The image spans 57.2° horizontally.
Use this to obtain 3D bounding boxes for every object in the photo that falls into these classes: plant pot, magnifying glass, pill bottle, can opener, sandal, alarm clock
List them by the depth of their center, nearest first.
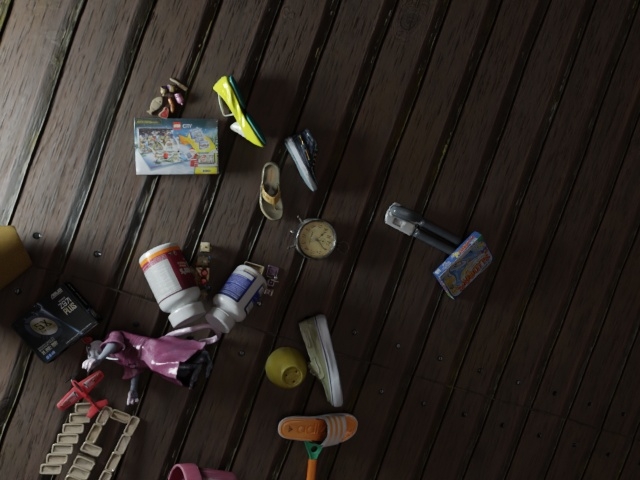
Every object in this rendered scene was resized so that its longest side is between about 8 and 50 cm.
[{"bbox_3d":[-0.902,0.061,1.524,0.254,0.237,0.237,-26,103,-24],"label":"plant pot"},{"bbox_3d":[-0.416,0.128,1.667,0.121,0.121,0.221,-26,80,-11],"label":"pill bottle"},{"bbox_3d":[-0.250,0.174,1.723,0.112,0.112,0.186,46,57,-16],"label":"pill bottle"},{"bbox_3d":[-0.351,0.775,1.776,0.180,0.201,0.201,7,95,-32],"label":"plant pot"},{"bbox_3d":[-0.146,-0.148,1.778,0.072,0.049,0.180,-2,97,-15],"label":"sandal"},{"bbox_3d":[0.000,0.000,1.829,0.192,0.064,0.129,18,92,-14],"label":"alarm clock"},{"bbox_3d":[-0.099,0.410,1.837,0.134,0.095,0.134,-2,97,-14],"label":"plant pot"},{"bbox_3d":[-0.002,0.615,1.876,0.265,0.076,0.101,3,95,-16],"label":"sandal"},{"bbox_3d":[0.339,-0.034,1.900,0.283,0.095,0.076,26,90,-16],"label":"can opener"},{"bbox_3d":[-0.023,0.694,1.930,0.092,0.026,0.230,4,97,-16],"label":"magnifying glass"}]

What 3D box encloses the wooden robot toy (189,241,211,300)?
[{"bbox_3d":[-0.369,0.090,1.740,0.079,0.076,0.173,5,95,-5],"label":"wooden robot toy"}]

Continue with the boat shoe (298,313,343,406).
[{"bbox_3d":[0.005,0.385,1.871,0.094,0.109,0.302,-13,91,2],"label":"boat shoe"}]

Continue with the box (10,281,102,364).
[{"bbox_3d":[-0.733,0.228,1.638,0.180,0.077,0.147,-40,92,-7],"label":"box"}]

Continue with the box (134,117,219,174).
[{"bbox_3d":[-0.413,-0.271,1.693,0.233,0.044,0.159,-2,97,-15],"label":"box"}]

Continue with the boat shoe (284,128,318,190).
[{"bbox_3d":[-0.033,-0.246,1.788,0.083,0.065,0.183,-29,102,-9],"label":"boat shoe"}]

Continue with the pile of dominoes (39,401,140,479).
[{"bbox_3d":[-0.684,0.606,1.746,0.196,0.040,0.251,29,81,-15],"label":"pile of dominoes"}]

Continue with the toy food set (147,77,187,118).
[{"bbox_3d":[-0.435,-0.401,1.684,0.078,0.019,0.122,30,89,-17],"label":"toy food set"}]

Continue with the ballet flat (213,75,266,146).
[{"bbox_3d":[-0.241,-0.367,1.721,0.077,0.077,0.231,-25,101,11],"label":"ballet flat"}]

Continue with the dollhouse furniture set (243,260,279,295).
[{"bbox_3d":[-0.184,0.116,1.784,0.114,0.081,0.091,18,92,-16],"label":"dollhouse furniture set"}]

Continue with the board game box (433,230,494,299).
[{"bbox_3d":[0.481,0.085,1.962,0.201,0.035,0.136,-45,127,-6],"label":"board game box"}]

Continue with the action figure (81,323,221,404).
[{"bbox_3d":[-0.503,0.308,1.668,0.370,0.248,0.275,13,57,8],"label":"action figure"}]

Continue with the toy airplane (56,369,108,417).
[{"bbox_3d":[-0.682,0.454,1.715,0.151,0.028,0.151,5,78,-23],"label":"toy airplane"}]
